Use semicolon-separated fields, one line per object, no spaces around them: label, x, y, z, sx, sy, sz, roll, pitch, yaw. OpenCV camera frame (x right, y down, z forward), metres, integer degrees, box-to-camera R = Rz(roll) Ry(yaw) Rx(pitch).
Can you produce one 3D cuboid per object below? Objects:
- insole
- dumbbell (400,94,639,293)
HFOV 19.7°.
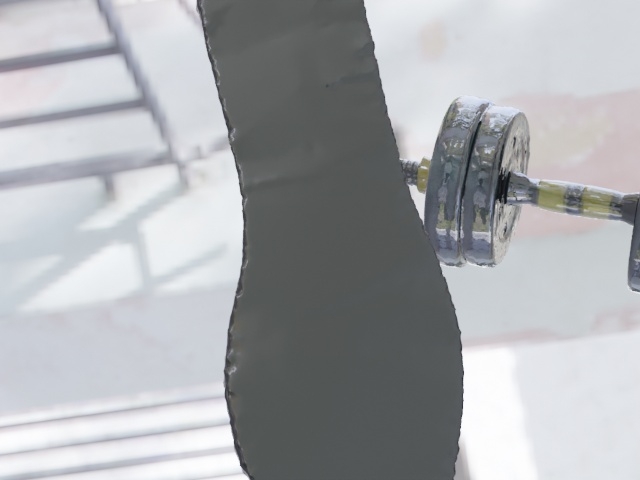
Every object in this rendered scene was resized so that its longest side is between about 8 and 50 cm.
insole;0.000;0.000;0.913;0.009;0.119;0.348;96;-15;-69
dumbbell;0.263;-0.043;1.886;0.185;0.388;0.185;11;90;-75
